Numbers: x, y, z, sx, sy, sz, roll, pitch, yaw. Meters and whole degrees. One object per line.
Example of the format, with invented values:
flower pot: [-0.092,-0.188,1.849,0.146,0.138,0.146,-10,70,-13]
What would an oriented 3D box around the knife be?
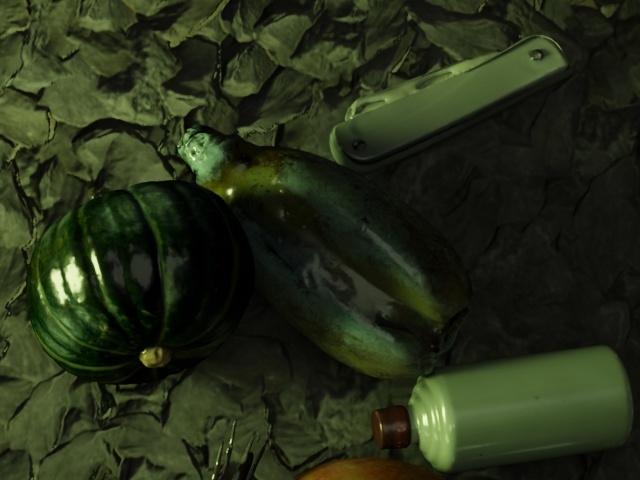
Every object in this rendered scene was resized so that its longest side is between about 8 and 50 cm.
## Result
knife: [0.129,-0.142,1.931,0.265,0.040,0.073,-24,74,-15]

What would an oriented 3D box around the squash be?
squash: [-0.164,0.037,1.746,0.218,0.218,0.172,5,54,-10]

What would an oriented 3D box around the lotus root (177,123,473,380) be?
lotus root: [0.000,0.000,1.831,0.322,0.140,0.158,39,98,7]

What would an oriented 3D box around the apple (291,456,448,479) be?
apple: [0.062,0.337,1.731,0.251,0.163,0.293,10,75,-23]

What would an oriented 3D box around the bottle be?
bottle: [0.169,0.165,1.840,0.245,0.104,0.104,-7,80,-13]

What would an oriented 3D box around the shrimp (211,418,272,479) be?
shrimp: [-0.131,0.320,1.737,0.116,0.145,0.343,28,78,-31]
